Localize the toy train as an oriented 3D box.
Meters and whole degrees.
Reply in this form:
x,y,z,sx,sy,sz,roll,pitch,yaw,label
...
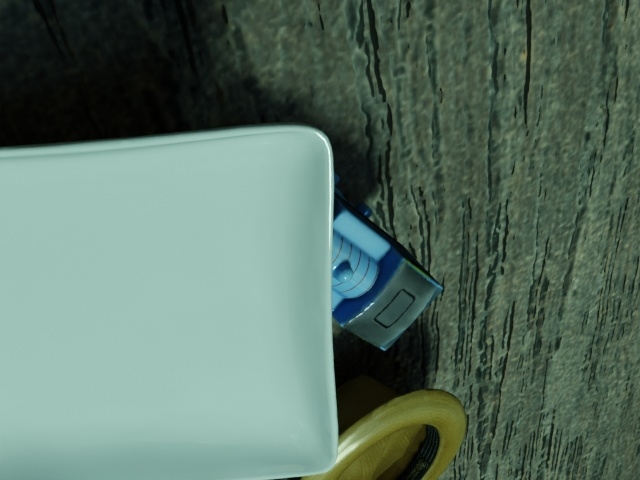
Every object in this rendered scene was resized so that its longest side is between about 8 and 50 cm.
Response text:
x,y,z,sx,sy,sz,roll,pitch,yaw,label
0.000,0.000,0.616,0.080,0.105,0.184,-49,138,5,toy train

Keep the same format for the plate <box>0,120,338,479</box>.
x,y,z,sx,sy,sz,roll,pitch,yaw,label
-0.130,0.048,0.537,0.277,0.045,0.278,-4,130,-3,plate

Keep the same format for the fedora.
x,y,z,sx,sy,sz,roll,pitch,yaw,label
0.035,0.181,0.808,0.194,0.079,0.194,-22,140,-20,fedora
